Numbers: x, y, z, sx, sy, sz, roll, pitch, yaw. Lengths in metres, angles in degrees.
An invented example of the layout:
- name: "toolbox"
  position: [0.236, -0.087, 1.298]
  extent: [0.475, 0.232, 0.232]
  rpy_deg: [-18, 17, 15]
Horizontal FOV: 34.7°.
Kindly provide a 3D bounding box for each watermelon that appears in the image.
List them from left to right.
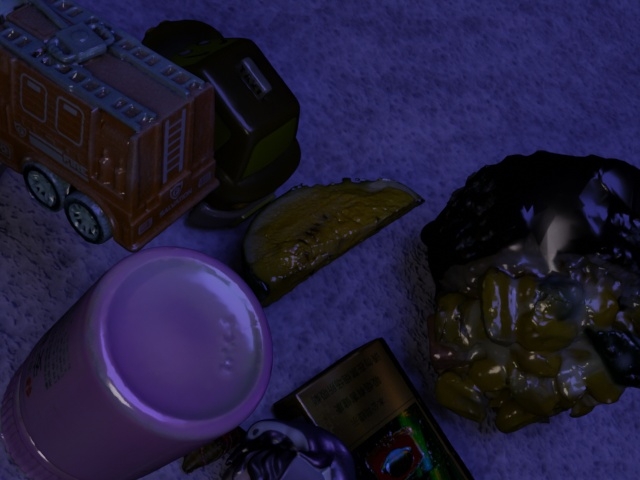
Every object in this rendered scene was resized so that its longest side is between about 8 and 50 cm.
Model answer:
- name: "watermelon"
  position: [0.000, 0.000, 1.257]
  extent: [0.301, 0.129, 0.123]
  rpy_deg: [-30, 115, -39]

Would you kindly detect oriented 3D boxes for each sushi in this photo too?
- name: "sushi"
  position: [0.302, 0.082, 1.309]
  extent: [0.328, 0.329, 0.285]
  rpy_deg: [29, 49, -24]

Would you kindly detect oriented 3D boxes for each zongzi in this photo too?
- name: "zongzi"
  position: [-0.125, 0.209, 1.149]
  extent: [0.073, 0.067, 0.083]
  rpy_deg: [49, 32, 11]

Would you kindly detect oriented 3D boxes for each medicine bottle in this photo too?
- name: "medicine bottle"
  position: [-0.185, 0.135, 0.981]
  extent: [0.178, 0.291, 0.178]
  rpy_deg: [14, 61, -27]

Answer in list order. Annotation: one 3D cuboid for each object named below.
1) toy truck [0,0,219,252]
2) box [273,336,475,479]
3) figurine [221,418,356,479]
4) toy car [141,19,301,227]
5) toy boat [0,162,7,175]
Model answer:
- name: "toy truck"
  position: [-0.243, -0.137, 0.941]
  extent: [0.305, 0.162, 0.136]
  rpy_deg: [33, 50, 18]
- name: "box"
  position: [0.070, 0.256, 1.229]
  extent: [0.159, 0.071, 0.240]
  rpy_deg: [-31, 86, -41]
- name: "figurine"
  position: [-0.043, 0.290, 1.081]
  extent: [0.145, 0.145, 0.222]
  rpy_deg: [29, 52, -18]
- name: "toy car"
  position: [-0.123, -0.158, 1.223]
  extent: [0.204, 0.198, 0.248]
  rpy_deg: [-37, 90, -38]
- name: "toy boat"
  position: [-0.363, -0.173, 1.126]
  extent: [0.141, 0.141, 0.269]
  rpy_deg: [22, 56, -23]
